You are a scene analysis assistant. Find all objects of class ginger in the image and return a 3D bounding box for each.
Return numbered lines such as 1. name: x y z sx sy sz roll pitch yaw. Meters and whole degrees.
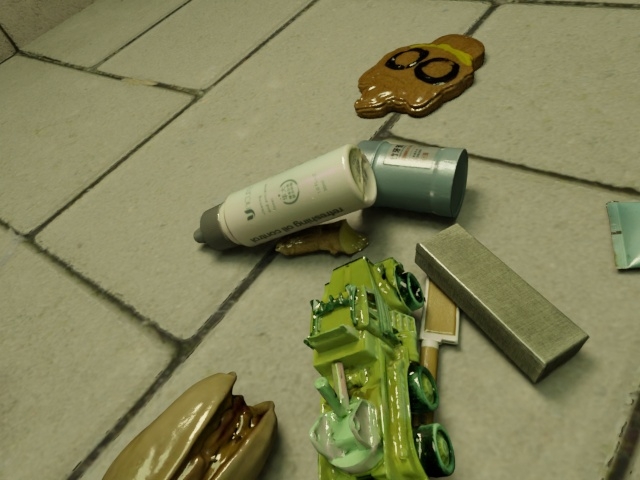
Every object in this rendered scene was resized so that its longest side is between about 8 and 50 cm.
1. ginger: 0.001 -0.004 0.723 0.137 0.044 0.057 -5 76 18

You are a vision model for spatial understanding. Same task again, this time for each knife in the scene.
1. knife: 0.142 0.113 0.582 0.046 0.022 0.256 4 47 16

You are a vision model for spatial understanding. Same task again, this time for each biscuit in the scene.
1. biscuit: 0.187 -0.328 0.949 0.290 0.041 0.208 -35 47 -13

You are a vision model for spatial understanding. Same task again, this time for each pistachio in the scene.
1. pistachio: -0.136 0.237 0.511 0.129 0.131 0.206 45 60 -6

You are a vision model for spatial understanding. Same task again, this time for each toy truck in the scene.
1. toy truck: 0.043 0.121 0.512 0.128 0.135 0.259 -24 37 26

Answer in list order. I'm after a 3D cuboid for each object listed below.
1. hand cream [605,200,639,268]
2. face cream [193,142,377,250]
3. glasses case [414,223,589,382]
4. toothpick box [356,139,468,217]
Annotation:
1. hand cream: 0.507 -0.010 0.551 0.312 0.070 0.111 -3 50 27
2. face cream: -0.073 -0.048 0.720 0.311 0.092 0.092 -17 44 29
3. glasses case: 0.202 0.066 0.574 0.071 0.047 0.205 -25 50 -20
4. toothpick box: 0.129 -0.092 0.716 0.153 0.101 0.101 10 54 25
